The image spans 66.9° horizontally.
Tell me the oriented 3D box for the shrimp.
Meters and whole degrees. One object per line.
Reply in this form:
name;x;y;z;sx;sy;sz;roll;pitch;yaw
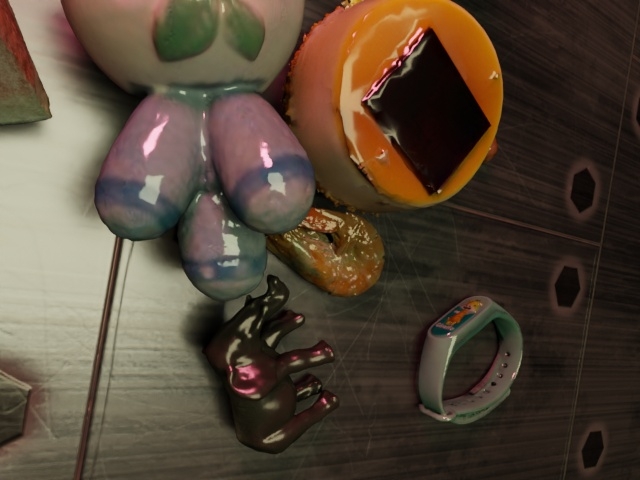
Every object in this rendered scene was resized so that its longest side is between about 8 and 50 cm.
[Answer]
shrimp;0.000;-0.001;0.651;0.217;0.051;0.115;35;94;-24

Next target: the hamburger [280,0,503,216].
hamburger;0.091;-0.174;0.630;0.276;0.179;0.294;42;81;-26

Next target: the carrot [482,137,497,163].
carrot;0.242;-0.229;0.799;0.048;0.048;0.216;-32;105;-26

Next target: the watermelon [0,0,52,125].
watermelon;-0.314;-0.236;0.345;0.250;0.292;0.284;2;91;-64

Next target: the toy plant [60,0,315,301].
toy plant;-0.113;-0.103;0.480;0.246;0.247;0.333;-9;100;-31

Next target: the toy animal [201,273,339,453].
toy animal;-0.057;0.164;0.603;0.146;0.114;0.245;-23;106;-29

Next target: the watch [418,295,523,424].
watch;0.256;0.209;0.835;0.237;0.068;0.195;-29;111;-30
